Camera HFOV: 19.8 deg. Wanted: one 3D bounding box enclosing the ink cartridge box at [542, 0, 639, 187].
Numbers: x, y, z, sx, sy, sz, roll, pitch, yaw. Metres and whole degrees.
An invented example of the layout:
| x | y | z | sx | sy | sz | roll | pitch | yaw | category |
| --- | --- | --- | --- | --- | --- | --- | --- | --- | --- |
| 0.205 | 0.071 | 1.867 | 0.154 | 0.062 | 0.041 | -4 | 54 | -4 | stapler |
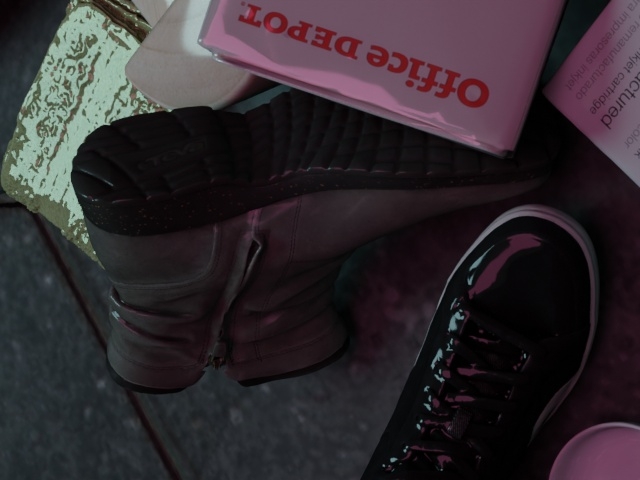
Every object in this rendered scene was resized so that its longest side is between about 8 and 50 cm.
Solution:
| x | y | z | sx | sy | sz | roll | pitch | yaw | category |
| --- | --- | --- | --- | --- | --- | --- | --- | --- | --- |
| 0.226 | -0.053 | 0.773 | 0.212 | 0.093 | 0.154 | 47 | 120 | 17 | ink cartridge box |

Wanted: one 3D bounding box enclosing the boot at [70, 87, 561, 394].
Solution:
| x | y | z | sx | sy | sz | roll | pitch | yaw | category |
| --- | --- | --- | --- | --- | --- | --- | --- | --- | --- |
| 0.000 | 0.000 | 0.939 | 0.246 | 0.083 | 0.161 | -8 | 135 | 2 | boot |

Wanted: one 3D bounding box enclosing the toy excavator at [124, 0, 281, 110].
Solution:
| x | y | z | sx | sy | sz | roll | pitch | yaw | category |
| --- | --- | --- | --- | --- | --- | --- | --- | --- | --- |
| -0.132 | -0.340 | 0.932 | 0.433 | 0.222 | 0.445 | 32 | 128 | 26 | toy excavator |

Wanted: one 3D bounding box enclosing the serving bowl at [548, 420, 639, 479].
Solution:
| x | y | z | sx | sy | sz | roll | pitch | yaw | category |
| --- | --- | --- | --- | --- | --- | --- | --- | --- | --- |
| 0.153 | 0.126 | 0.890 | 0.083 | 0.027 | 0.083 | 7 | 102 | 34 | serving bowl |

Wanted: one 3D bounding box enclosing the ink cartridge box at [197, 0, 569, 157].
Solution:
| x | y | z | sx | sy | sz | roll | pitch | yaw | category |
| --- | --- | --- | --- | --- | --- | --- | --- | --- | --- |
| 0.049 | -0.153 | 0.823 | 0.148 | 0.086 | 0.203 | 20 | 92 | 6 | ink cartridge box |

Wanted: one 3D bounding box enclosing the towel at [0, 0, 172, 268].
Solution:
| x | y | z | sx | sy | sz | roll | pitch | yaw | category |
| --- | --- | --- | --- | --- | --- | --- | --- | --- | --- |
| -0.124 | -0.066 | 1.052 | 0.110 | 0.027 | 0.148 | 36 | 115 | 24 | towel |

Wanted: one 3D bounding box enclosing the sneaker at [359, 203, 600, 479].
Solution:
| x | y | z | sx | sy | sz | roll | pitch | yaw | category |
| --- | --- | --- | --- | --- | --- | --- | --- | --- | --- |
| 0.070 | 0.096 | 0.878 | 0.079 | 0.121 | 0.217 | 24 | 117 | 5 | sneaker |
